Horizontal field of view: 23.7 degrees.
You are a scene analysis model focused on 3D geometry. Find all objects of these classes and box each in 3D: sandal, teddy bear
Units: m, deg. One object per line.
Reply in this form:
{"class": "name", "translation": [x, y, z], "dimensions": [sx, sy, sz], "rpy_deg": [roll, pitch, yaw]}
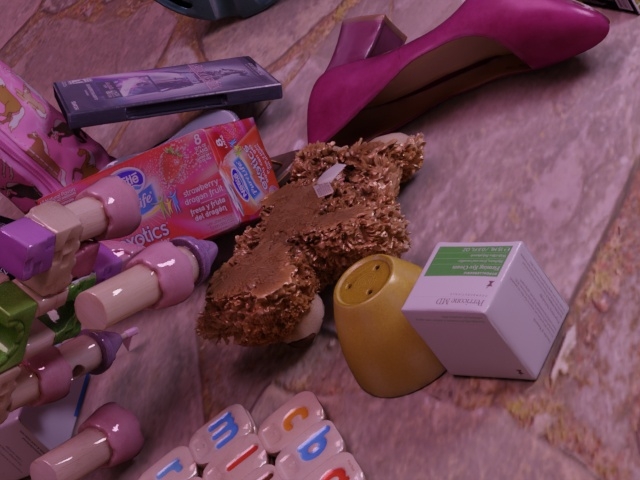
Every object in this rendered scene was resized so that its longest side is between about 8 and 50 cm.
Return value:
{"class": "sandal", "translation": [-0.093, -0.087, 1.879], "dimensions": [0.180, 0.049, 0.072], "rpy_deg": [-3, 45, 45]}
{"class": "teddy bear", "translation": [0.000, 0.000, 1.641], "dimensions": [0.245, 0.113, 0.338], "rpy_deg": [-15, 30, 22]}

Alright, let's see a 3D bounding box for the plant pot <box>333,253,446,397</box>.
{"class": "plant pot", "translation": [0.065, 0.069, 1.471], "dimensions": [0.134, 0.095, 0.134], "rpy_deg": [-27, 33, 19]}

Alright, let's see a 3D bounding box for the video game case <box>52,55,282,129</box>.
{"class": "video game case", "translation": [-0.205, -0.197, 2.005], "dimensions": [0.274, 0.026, 0.196], "rpy_deg": [-10, 20, -12]}

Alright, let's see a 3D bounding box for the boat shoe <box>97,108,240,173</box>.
{"class": "boat shoe", "translation": [-0.198, -0.096, 1.981], "dimensions": [0.228, 0.080, 0.076], "rpy_deg": [-35, -8, 6]}

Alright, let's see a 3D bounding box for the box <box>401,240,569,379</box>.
{"class": "box", "translation": [0.150, 0.063, 1.386], "dimensions": [0.101, 0.102, 0.087], "rpy_deg": [-1, 50, 44]}

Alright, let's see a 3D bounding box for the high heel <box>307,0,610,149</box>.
{"class": "high heel", "translation": [0.148, -0.172, 1.715], "dimensions": [0.377, 0.127, 0.181], "rpy_deg": [-3, 64, 45]}

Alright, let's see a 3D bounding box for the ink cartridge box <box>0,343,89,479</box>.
{"class": "ink cartridge box", "translation": [-0.383, 0.209, 1.761], "dimensions": [0.203, 0.086, 0.148], "rpy_deg": [-24, 34, 25]}

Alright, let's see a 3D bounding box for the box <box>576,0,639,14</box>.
{"class": "box", "translation": [0.328, -0.323, 1.763], "dimensions": [0.114, 0.036, 0.207], "rpy_deg": [-46, 32, -12]}

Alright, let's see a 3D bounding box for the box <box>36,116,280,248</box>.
{"class": "box", "translation": [-0.188, -0.043, 1.808], "dimensions": [0.256, 0.123, 0.128], "rpy_deg": [-21, 1, 27]}

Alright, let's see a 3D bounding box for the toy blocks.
{"class": "toy blocks", "translation": [-0.267, 0.046, 1.614], "dimensions": [0.309, 0.289, 0.260], "rpy_deg": [34, 35, 20]}

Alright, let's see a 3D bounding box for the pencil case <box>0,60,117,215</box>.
{"class": "pencil case", "translation": [-0.435, -0.158, 2.012], "dimensions": [0.160, 0.386, 0.167], "rpy_deg": [-23, 33, 43]}

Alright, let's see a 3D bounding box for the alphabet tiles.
{"class": "alphabet tiles", "translation": [-0.090, 0.269, 1.445], "dimensions": [0.278, 0.021, 0.284], "rpy_deg": [-39, 31, 1]}

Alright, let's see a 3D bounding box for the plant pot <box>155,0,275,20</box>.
{"class": "plant pot", "translation": [-0.146, -0.528, 2.269], "dimensions": [0.341, 0.341, 0.334], "rpy_deg": [-21, 44, 27]}

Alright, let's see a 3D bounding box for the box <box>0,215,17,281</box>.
{"class": "box", "translation": [-0.478, 0.037, 2.088], "dimensions": [0.180, 0.077, 0.147], "rpy_deg": [13, 58, 52]}
